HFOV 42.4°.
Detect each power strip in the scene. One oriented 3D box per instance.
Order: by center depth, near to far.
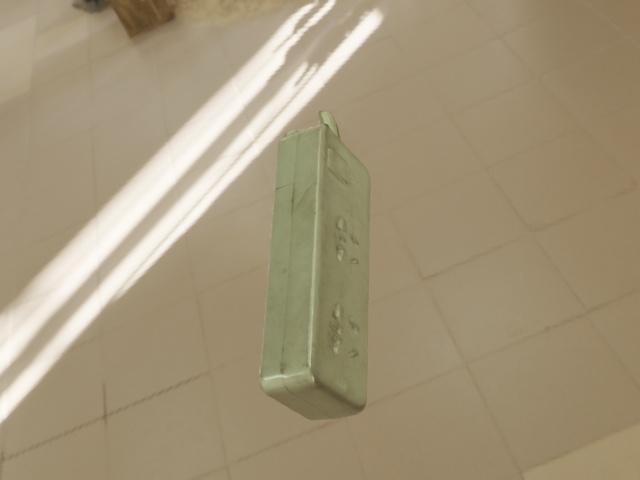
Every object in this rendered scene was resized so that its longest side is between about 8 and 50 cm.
[{"bbox_3d":[0.000,0.000,0.692,0.053,0.093,0.288,-15,56,28],"label":"power strip"}]
